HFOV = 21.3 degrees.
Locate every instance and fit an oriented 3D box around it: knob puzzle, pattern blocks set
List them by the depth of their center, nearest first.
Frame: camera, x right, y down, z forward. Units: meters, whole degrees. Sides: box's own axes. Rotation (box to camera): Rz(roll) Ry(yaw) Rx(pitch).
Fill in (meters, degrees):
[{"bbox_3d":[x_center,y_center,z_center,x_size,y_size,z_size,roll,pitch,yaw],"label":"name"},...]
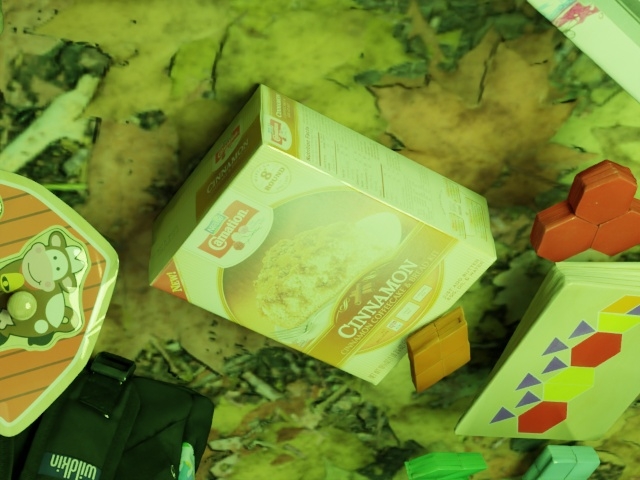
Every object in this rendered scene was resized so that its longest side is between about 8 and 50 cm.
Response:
[{"bbox_3d":[-0.225,0.037,1.117,0.213,0.030,0.213,-1,92,-15],"label":"knob puzzle"},{"bbox_3d":[0.190,0.078,1.215,0.285,0.026,0.325,13,130,-34],"label":"pattern blocks set"}]

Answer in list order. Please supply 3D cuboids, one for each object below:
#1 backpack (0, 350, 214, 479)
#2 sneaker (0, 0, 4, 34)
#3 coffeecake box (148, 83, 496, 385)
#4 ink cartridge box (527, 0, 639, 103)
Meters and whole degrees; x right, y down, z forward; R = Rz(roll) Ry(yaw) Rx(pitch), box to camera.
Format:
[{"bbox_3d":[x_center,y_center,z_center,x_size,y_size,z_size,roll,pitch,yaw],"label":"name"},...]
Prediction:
[{"bbox_3d":[-0.236,0.268,1.169,0.290,0.355,0.273,13,130,-16],"label":"backpack"},{"bbox_3d":[-0.285,-0.148,1.009,0.188,0.066,0.071,-5,114,-7],"label":"sneaker"},{"bbox_3d":[0.000,0.000,1.143,0.185,0.068,0.142,25,125,-23],"label":"coffeecake box"},{"bbox_3d":[0.191,-0.211,0.890,0.270,0.197,0.198,36,119,-29],"label":"ink cartridge box"}]
